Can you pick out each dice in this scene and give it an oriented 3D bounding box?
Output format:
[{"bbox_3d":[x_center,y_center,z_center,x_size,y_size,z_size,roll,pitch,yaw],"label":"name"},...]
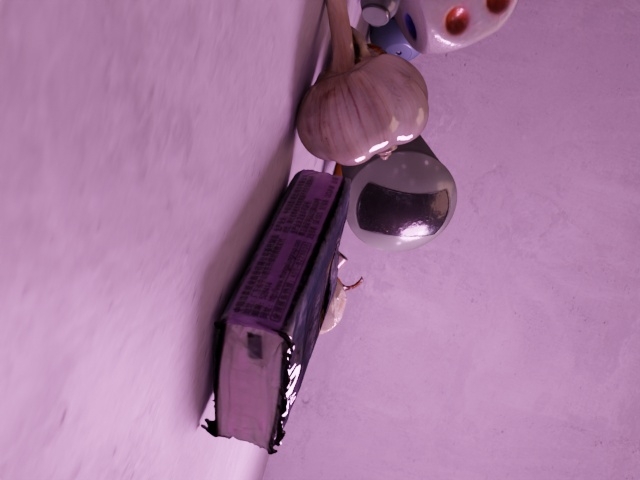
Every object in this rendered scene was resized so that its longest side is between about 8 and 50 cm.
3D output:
[{"bbox_3d":[0.304,-0.609,1.369,0.251,0.259,0.243,64,-3,-31],"label":"dice"}]

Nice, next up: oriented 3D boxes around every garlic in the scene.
[{"bbox_3d":[0.045,-0.229,0.808,0.199,0.199,0.225,-68,143,-57],"label":"garlic"}]

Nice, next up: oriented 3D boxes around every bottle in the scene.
[{"bbox_3d":[0.143,-0.553,1.190,0.096,0.080,0.253,85,21,-72],"label":"bottle"}]

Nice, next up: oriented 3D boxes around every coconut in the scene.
[{"bbox_3d":[-0.019,0.144,1.354,0.162,0.161,0.160,-12,119,-84],"label":"coconut"}]

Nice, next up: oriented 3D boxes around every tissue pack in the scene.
[{"bbox_3d":[-0.050,0.086,0.864,0.361,0.122,0.259,-66,169,-51],"label":"tissue pack"}]

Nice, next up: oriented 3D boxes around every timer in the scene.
[{"bbox_3d":[0.229,-0.597,1.613,0.175,0.176,0.255,102,10,-53],"label":"timer"}]

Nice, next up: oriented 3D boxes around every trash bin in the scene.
[{"bbox_3d":[0.190,-0.167,1.571,0.432,0.281,0.280,-97,-161,-58],"label":"trash bin"}]

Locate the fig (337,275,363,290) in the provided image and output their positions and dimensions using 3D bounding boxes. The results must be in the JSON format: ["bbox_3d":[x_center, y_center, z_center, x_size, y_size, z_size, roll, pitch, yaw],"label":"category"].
[{"bbox_3d":[0.041,0.154,2.003,0.146,0.201,0.133,-96,-167,-83],"label":"fig"}]

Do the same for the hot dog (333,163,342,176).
[{"bbox_3d":[0.059,-0.165,1.848,0.092,0.062,0.235,37,67,-86],"label":"hot dog"}]

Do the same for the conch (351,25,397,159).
[{"bbox_3d":[0.073,-0.249,1.017,0.178,0.163,0.245,-110,-177,-70],"label":"conch"}]

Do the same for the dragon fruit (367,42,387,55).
[{"bbox_3d":[0.109,-0.332,1.402,0.295,0.130,0.268,97,5,-68],"label":"dragon fruit"}]

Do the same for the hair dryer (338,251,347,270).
[{"bbox_3d":[0.011,0.135,1.559,0.195,0.054,0.220,-50,-160,7],"label":"hair dryer"}]
